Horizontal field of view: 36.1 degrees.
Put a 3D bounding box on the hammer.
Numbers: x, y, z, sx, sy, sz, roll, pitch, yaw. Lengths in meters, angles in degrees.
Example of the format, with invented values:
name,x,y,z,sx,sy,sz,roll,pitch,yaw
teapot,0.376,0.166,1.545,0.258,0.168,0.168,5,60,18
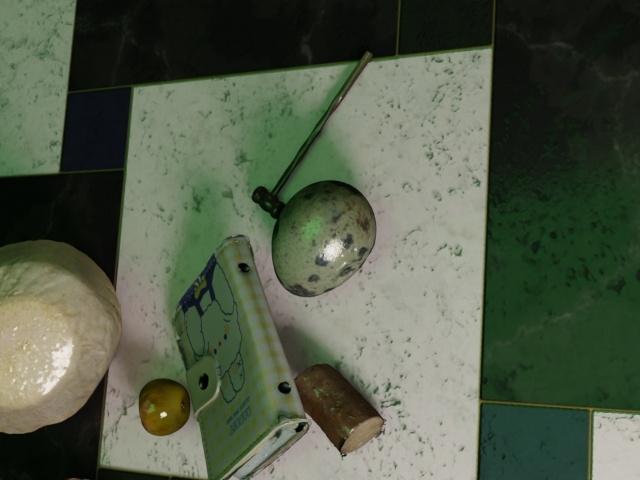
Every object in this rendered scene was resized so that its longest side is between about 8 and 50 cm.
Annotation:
name,x,y,z,sx,sy,sz,roll,pitch,yaw
hammer,-0.005,-0.165,1.502,0.058,0.029,0.292,39,98,26

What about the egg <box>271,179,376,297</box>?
name,x,y,z,sx,sy,sz,roll,pitch,yaw
egg,0.000,0.000,1.403,0.141,0.141,0.181,42,110,27

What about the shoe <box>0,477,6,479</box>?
name,x,y,z,sx,sy,sz,roll,pitch,yaw
shoe,-0.580,0.512,1.644,0.099,0.112,0.227,0,80,27

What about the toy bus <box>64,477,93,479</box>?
name,x,y,z,sx,sy,sz,roll,pitch,yaw
toy bus,-0.380,0.495,1.508,0.288,0.194,0.232,30,84,30

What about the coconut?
name,x,y,z,sx,sy,sz,roll,pitch,yaw
coconut,-0.458,0.143,1.553,0.329,0.329,0.328,-5,79,28

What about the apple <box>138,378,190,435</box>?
name,x,y,z,sx,sy,sz,roll,pitch,yaw
apple,-0.244,0.258,1.518,0.075,0.089,0.089,-5,79,15

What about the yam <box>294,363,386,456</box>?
name,x,y,z,sx,sy,sz,roll,pitch,yaw
yam,0.022,0.234,1.384,0.084,0.084,0.127,-50,62,12

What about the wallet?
name,x,y,z,sx,sy,sz,roll,pitch,yaw
wallet,-0.127,0.179,1.442,0.223,0.077,0.309,-50,48,39
